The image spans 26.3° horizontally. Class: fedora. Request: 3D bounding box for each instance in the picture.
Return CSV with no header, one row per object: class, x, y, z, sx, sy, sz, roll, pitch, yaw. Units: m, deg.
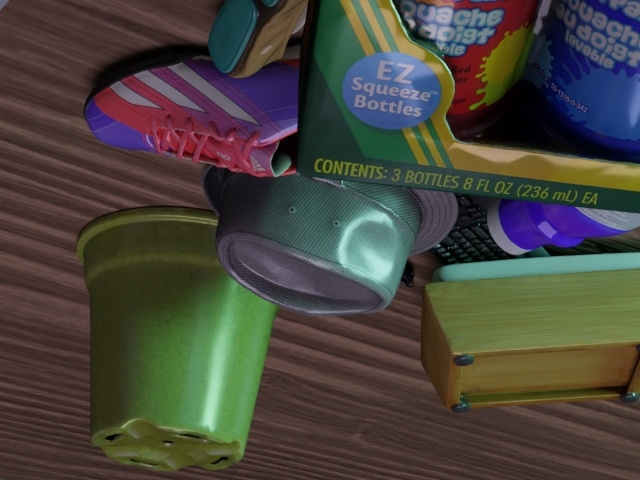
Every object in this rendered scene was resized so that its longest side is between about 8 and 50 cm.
fedora,0.000,0.000,1.448,0.275,0.124,0.243,20,150,-11

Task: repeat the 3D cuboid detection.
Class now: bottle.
bottle,0.285,-0.058,1.359,0.118,0.092,0.283,20,151,-30

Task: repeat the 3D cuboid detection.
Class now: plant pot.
plant pot,-0.171,0.134,1.647,0.276,0.253,0.276,3,155,2

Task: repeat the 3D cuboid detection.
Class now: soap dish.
soap dish,0.268,0.116,1.647,0.291,0.118,0.229,-4,152,1

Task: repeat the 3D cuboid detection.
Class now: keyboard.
keyboard,0.147,0.010,1.600,0.202,0.033,0.317,-10,150,28

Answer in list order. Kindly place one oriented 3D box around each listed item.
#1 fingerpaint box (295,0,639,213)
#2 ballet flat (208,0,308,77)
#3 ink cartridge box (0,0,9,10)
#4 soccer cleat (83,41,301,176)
fingerpaint box,0.224,-0.195,0.878,0.445,0.163,0.371,7,136,-4
ballet flat,-0.033,-0.213,1.129,0.073,0.080,0.232,-16,166,-25
ink cartridge box,-0.447,-0.248,1.126,0.385,0.091,0.308,2,160,-37
soccer cleat,-0.081,-0.110,1.277,0.318,0.116,0.108,-5,153,18
